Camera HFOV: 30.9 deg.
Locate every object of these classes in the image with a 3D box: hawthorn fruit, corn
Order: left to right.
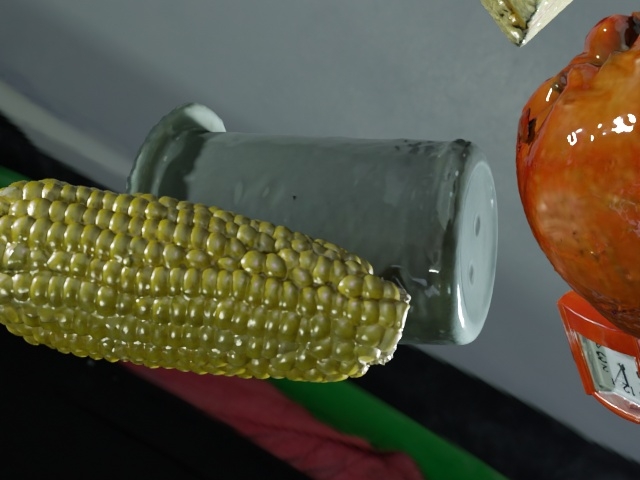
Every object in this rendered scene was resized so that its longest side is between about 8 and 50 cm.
[{"bbox_3d":[-0.109,0.032,0.850,0.347,0.130,0.130,11,-162,1],"label":"corn"},{"bbox_3d":[0.247,-0.015,0.700,0.299,0.211,0.211,48,-174,-32],"label":"hawthorn fruit"}]

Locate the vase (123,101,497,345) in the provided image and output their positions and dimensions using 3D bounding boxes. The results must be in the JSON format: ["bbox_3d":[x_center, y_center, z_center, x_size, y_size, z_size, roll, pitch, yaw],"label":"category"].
[{"bbox_3d":[0.000,0.000,1.039,0.291,0.245,0.245,3,-172,22],"label":"vase"}]

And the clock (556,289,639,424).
[{"bbox_3d":[0.330,0.126,1.260,0.113,0.061,0.155,27,147,49],"label":"clock"}]

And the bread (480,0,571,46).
[{"bbox_3d":[0.231,-0.395,1.351,0.236,0.198,0.263,47,-179,5],"label":"bread"}]
